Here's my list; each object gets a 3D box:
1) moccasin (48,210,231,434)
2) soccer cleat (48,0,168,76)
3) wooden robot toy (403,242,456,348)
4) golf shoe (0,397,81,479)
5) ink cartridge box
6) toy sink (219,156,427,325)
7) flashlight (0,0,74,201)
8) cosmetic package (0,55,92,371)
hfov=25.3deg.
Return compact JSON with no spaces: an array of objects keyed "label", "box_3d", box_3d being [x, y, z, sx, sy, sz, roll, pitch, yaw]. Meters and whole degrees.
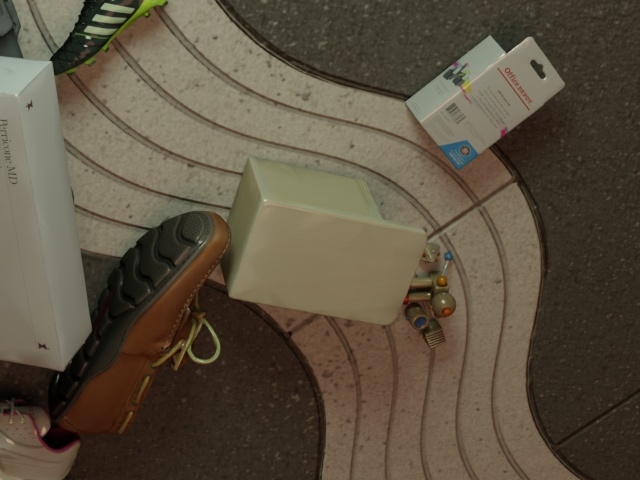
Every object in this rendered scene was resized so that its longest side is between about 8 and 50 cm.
[{"label":"moccasin","box_3d":[-0.220,0.119,1.892,0.147,0.139,0.380,20,114,-29]},{"label":"soccer cleat","box_3d":[-0.261,-0.265,1.686,0.179,0.060,0.072,-39,116,1]},{"label":"wooden robot toy","box_3d":[0.159,0.091,2.035,0.076,0.079,0.173,-7,123,-14]},{"label":"golf shoe","box_3d":[-0.454,0.252,1.928,0.140,0.115,0.306,-46,132,5]},{"label":"ink cartridge box","box_3d":[0.218,-0.192,1.882,0.181,0.061,0.104,-37,126,8]},{"label":"toy sink","box_3d":[0.000,0.000,1.894,0.234,0.131,0.152,10,118,-18]},{"label":"flashlight","box_3d":[-0.381,-0.158,1.685,0.103,0.103,0.304,-11,125,5]},{"label":"cosmetic package","box_3d":[-0.434,-0.038,1.669,0.285,0.097,0.377,9,125,16]}]
